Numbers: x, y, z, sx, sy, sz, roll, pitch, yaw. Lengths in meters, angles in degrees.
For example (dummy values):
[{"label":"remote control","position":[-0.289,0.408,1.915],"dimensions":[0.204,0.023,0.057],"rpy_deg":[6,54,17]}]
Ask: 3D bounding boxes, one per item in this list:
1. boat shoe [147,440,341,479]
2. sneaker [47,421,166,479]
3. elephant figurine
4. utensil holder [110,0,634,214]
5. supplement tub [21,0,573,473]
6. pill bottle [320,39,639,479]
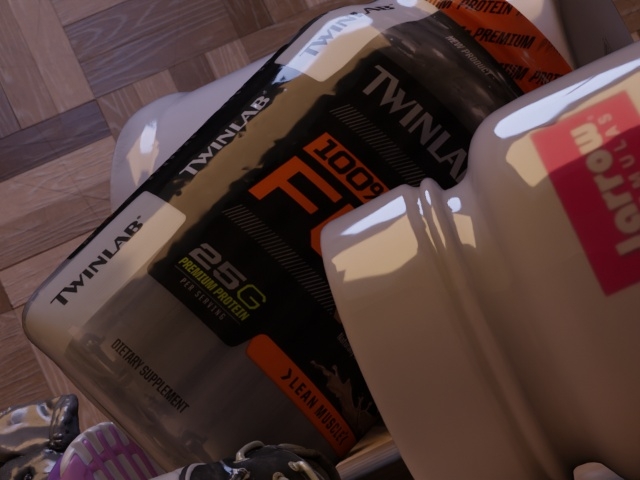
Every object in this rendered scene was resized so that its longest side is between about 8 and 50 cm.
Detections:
[{"label":"boat shoe","position":[-0.028,0.129,0.682],"dimensions":[0.070,0.078,0.219],"rpy_deg":[-26,-3,5]},{"label":"sneaker","position":[-0.166,0.204,1.200],"dimensions":[0.104,0.095,0.236],"rpy_deg":[-32,-8,16]},{"label":"elephant figurine","position":[-0.252,0.225,1.305],"dimensions":[0.169,0.186,0.239],"rpy_deg":[33,-29,-35]},{"label":"utensil holder","position":[0.077,-0.036,1.194],"dimensions":[0.385,0.328,0.327],"rpy_deg":[-22,0,24]},{"label":"supplement tub","position":[0.000,0.000,0.899],"dimensions":[0.338,0.207,0.207],"rpy_deg":[-46,3,-11]},{"label":"pill bottle","position":[0.154,-0.004,0.549],"dimensions":[0.283,0.160,0.160],"rpy_deg":[-25,-1,8]}]
